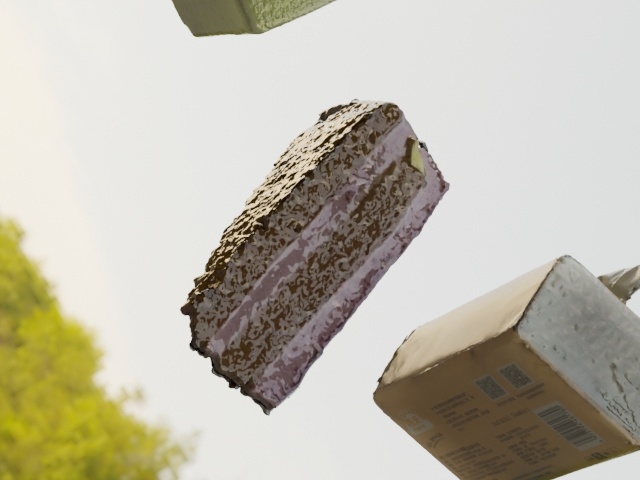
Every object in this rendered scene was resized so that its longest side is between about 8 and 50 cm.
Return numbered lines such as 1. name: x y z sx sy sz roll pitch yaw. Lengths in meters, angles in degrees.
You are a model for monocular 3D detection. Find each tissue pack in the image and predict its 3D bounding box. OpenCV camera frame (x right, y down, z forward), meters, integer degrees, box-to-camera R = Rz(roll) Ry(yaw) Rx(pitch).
1. tissue pack: 0.252 0.137 2.109 0.239 0.238 0.305 59 -35 1

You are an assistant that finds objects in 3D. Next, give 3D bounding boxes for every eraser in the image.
1. eraser: -0.037 -0.198 1.372 0.058 0.117 0.172 65 -16 -14

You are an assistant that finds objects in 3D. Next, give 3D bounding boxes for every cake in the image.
1. cake: 0.000 0.000 1.410 0.116 0.295 0.112 48 -39 -17
